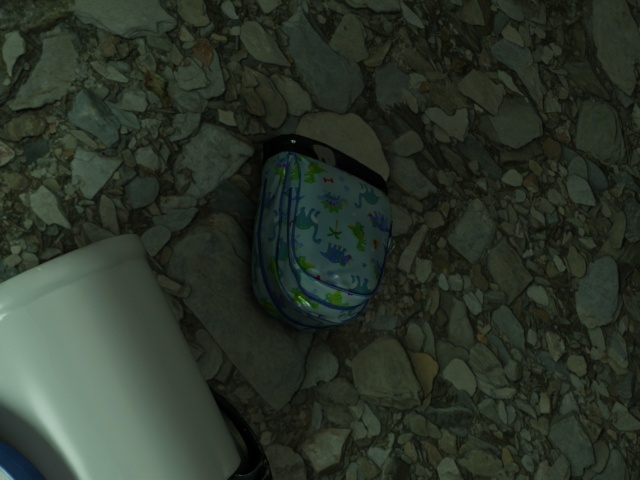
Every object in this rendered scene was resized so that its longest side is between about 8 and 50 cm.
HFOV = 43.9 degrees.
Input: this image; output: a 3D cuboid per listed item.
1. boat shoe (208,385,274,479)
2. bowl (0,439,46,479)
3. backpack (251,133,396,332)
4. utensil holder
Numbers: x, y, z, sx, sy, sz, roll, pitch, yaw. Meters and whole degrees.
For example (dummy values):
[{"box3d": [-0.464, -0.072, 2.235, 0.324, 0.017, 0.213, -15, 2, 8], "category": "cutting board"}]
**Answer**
[{"box3d": [-0.148, 0.384, 1.367, 0.127, 0.113, 0.340, -25, 86, -36], "category": "boat shoe"}, {"box3d": [-0.507, 0.424, 1.036, 0.391, 0.077, 0.391, 0, 94, 6], "category": "bowl"}, {"box3d": [0.000, 0.000, 1.538, 0.290, 0.273, 0.355, 27, 73, -27], "category": "backpack"}, {"box3d": [-0.338, 0.232, 1.195, 0.328, 0.328, 0.385, -27, 89, -34], "category": "utensil holder"}]
